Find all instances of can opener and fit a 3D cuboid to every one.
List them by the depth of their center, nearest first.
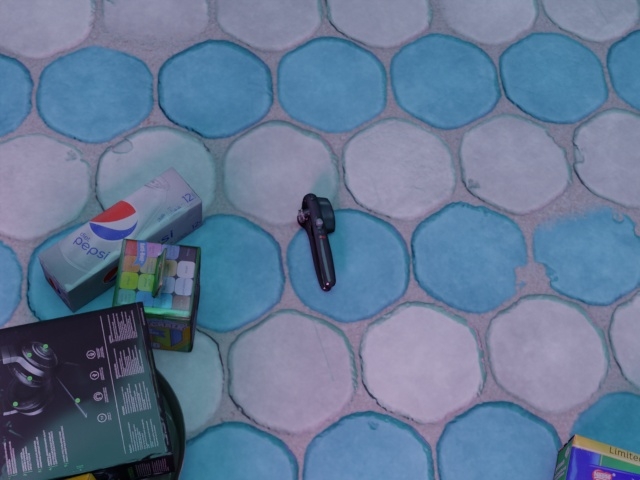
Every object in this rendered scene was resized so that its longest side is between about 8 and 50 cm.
[{"bbox_3d":[0.000,0.000,1.890,0.073,0.059,0.186,-5,65,-10],"label":"can opener"}]

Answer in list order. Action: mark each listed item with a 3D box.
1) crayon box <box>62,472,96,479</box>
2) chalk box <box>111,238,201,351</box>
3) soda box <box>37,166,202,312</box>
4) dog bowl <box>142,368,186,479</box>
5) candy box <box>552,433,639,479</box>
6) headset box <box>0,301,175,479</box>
[{"bbox_3d":[-0.370,0.441,1.469,0.322,0.203,0.083,-17,32,17],"label":"crayon box"},{"bbox_3d":[-0.269,0.084,1.733,0.132,0.213,0.132,7,63,-3],"label":"chalk box"},{"bbox_3d":[-0.343,-0.003,1.832,0.286,0.098,0.091,-36,73,-20],"label":"soda box"},{"bbox_3d":[-0.385,0.335,1.662,0.348,0.102,0.349,3,65,-6],"label":"dog bowl"},{"bbox_3d":[0.488,0.504,1.668,0.268,0.122,0.317,16,62,2],"label":"candy box"},{"bbox_3d":[-0.379,0.249,1.574,0.283,0.131,0.246,-12,66,-12],"label":"headset box"}]
